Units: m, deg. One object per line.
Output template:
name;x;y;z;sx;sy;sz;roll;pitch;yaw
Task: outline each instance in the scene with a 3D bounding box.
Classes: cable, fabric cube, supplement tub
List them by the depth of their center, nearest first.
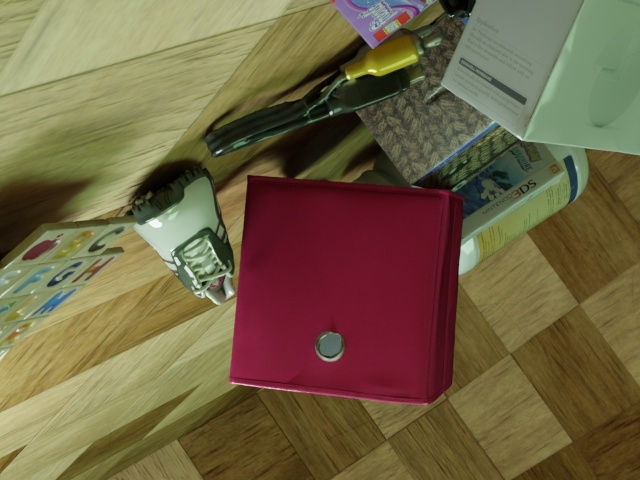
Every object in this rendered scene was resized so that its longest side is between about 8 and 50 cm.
cable;-0.005;-0.166;1.472;0.287;0.072;0.139;-20;-176;-15
fabric cube;0.044;0.057;1.701;0.254;0.258;0.259;6;-179;11
supplement tub;0.222;-0.087;2.034;0.316;0.228;0.228;-32;170;-15

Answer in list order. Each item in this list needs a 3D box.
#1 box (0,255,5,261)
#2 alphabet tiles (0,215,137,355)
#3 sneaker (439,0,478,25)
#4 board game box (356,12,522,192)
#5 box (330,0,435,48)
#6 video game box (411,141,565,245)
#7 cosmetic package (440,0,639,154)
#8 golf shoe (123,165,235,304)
box;-0.392;0.077;1.251;0.175;0.051;0.220;-36;171;5
alphabet tiles;-0.336;0.085;1.287;0.342;0.011;0.285;-39;170;17
sneaker;0.155;-0.263;1.435;0.085;0.058;0.152;-38;168;-20
board game box;0.191;-0.186;1.698;0.232;0.141;0.291;-37;171;12
box;0.084;-0.273;1.149;0.201;0.057;0.293;-37;171;8
video game box;0.212;-0.123;1.893;0.187;0.205;0.048;-33;169;-16
cosmetic package;0.281;-0.225;1.402;0.224;0.138;0.224;3;119;-43
golf shoe;-0.141;-0.004;1.525;0.105;0.120;0.273;-33;169;-2
